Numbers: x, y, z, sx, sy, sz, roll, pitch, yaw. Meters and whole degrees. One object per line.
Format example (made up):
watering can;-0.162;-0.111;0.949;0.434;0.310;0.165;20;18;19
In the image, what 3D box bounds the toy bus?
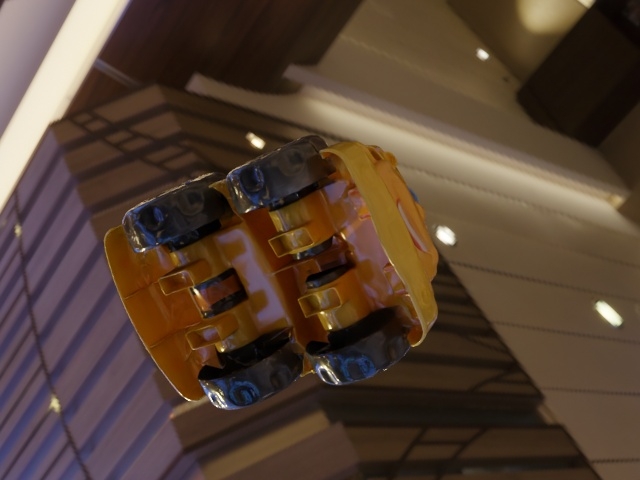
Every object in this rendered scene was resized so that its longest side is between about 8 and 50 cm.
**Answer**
toy bus;0.000;0.000;0.644;0.211;0.220;0.149;-33;-78;-51
